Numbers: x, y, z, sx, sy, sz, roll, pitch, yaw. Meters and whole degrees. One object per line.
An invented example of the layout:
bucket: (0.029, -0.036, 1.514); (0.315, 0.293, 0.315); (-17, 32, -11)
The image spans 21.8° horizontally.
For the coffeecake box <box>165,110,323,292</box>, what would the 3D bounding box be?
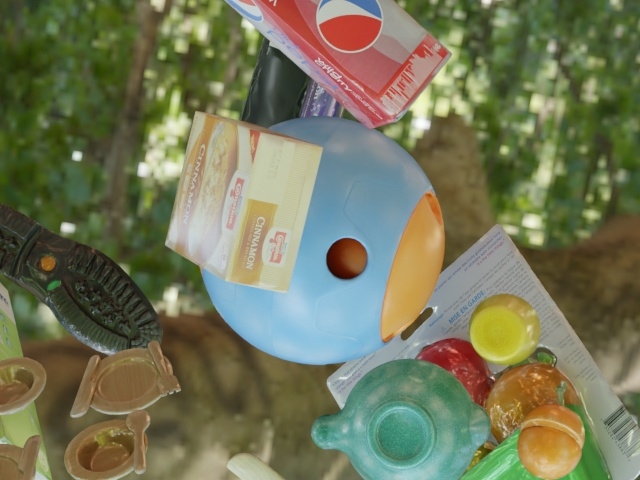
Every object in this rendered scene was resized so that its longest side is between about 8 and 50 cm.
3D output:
coffeecake box: (-0.077, -0.040, 1.603); (0.068, 0.142, 0.185); (12, -175, -25)

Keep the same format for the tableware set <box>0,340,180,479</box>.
tableware set: (-0.177, 0.123, 1.113); (0.169, 0.020, 0.141); (-10, -142, 5)

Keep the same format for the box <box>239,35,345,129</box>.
box: (-0.032, -0.224, 2.582); (0.103, 0.261, 0.184); (22, -163, 17)

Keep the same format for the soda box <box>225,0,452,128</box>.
soda box: (-0.016, -0.214, 1.453); (0.263, 0.083, 0.092); (41, 170, -10)

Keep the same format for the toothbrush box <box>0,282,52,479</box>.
toothbrush box: (-0.438, 0.174, 1.847); (0.206, 0.122, 0.283); (-25, -129, 5)

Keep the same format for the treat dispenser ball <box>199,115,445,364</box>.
treat dispenser ball: (0.000, 0.000, 1.924); (0.288, 0.288, 0.288); (10, -172, -1)

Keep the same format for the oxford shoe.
oxford shoe: (-0.247, 0.039, 1.658); (0.227, 0.083, 0.096); (38, 177, 7)

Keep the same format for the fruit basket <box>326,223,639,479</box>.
fruit basket: (0.202, 0.215, 2.018); (0.165, 0.327, 0.353); (15, -142, -49)

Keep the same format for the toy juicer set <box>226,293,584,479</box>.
toy juicer set: (0.102, 0.214, 1.595); (0.329, 0.209, 0.089); (-33, 174, 10)
